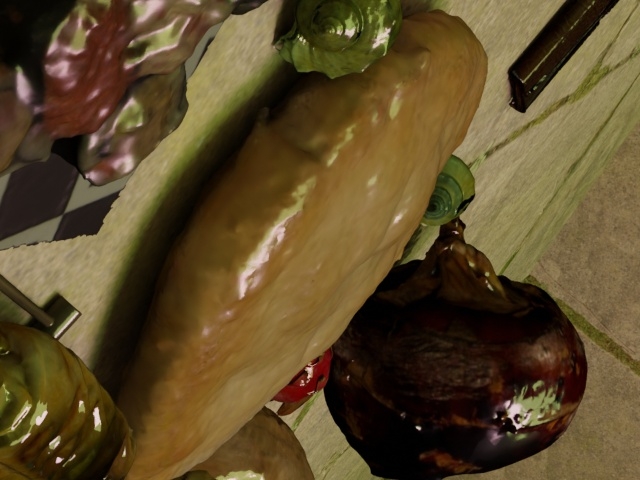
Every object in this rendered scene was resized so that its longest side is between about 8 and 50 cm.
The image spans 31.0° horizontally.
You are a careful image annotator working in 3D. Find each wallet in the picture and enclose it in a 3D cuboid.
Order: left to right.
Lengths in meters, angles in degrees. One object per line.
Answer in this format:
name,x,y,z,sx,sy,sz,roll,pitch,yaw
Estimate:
wallet,0.322,-0.269,1.428,0.243,0.039,0.133,-50,167,-4

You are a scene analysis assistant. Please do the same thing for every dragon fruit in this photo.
dragon fruit,-0.044,0.138,1.243,0.094,0.094,0.190,-40,171,-36

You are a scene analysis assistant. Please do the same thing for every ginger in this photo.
ginger,-0.094,0.230,1.186,0.267,0.138,0.152,15,112,-47

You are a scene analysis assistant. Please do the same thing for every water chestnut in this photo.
water chestnut,0.168,0.125,1.446,0.335,0.335,0.347,-24,118,-61

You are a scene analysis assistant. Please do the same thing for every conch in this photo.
conch,0.012,-0.146,0.764,0.089,0.074,0.121,-23,-166,18
conch,0.131,-0.056,1.322,0.095,0.080,0.201,-33,175,3

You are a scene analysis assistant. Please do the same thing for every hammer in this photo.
hammer,-0.180,0.039,0.708,0.035,0.019,0.110,-48,160,-11

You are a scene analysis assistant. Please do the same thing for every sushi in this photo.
sushi,-0.096,-0.091,0.525,0.320,0.068,0.339,-55,165,17

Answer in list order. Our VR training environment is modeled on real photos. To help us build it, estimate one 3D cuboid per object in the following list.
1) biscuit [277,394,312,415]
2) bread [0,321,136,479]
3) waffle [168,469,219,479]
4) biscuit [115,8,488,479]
biscuit,-0.013,0.194,1.597,0.119,0.019,0.130,-45,164,-24
bread,-0.187,0.121,0.743,0.269,0.098,0.087,86,3,-69
waffle,-0.187,0.233,0.698,0.261,0.151,0.324,-29,155,19
biscuit,0.001,0.001,0.982,0.429,0.104,0.446,-36,160,-44
